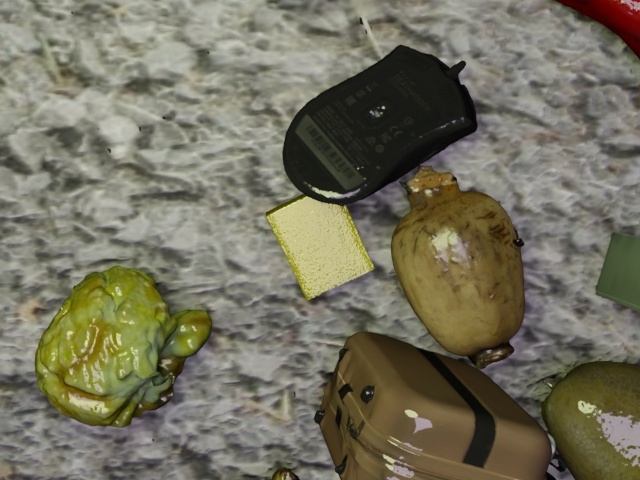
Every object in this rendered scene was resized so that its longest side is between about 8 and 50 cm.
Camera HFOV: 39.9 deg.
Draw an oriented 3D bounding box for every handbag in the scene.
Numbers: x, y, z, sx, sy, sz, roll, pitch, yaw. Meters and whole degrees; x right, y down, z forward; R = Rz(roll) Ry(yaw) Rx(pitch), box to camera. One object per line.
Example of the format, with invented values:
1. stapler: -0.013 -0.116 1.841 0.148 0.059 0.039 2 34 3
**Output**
1. handbag: 0.148 0.227 1.011 0.283 0.302 0.149 21 93 -10

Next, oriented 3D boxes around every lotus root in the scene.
1. lotus root: 0.173 0.034 1.071 0.154 0.140 0.257 -23 102 6

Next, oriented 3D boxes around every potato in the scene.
1. potato: 0.381 0.246 1.093 0.251 0.159 0.174 39 68 3

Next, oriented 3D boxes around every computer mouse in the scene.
1. computer mouse: 0.073 -0.135 1.076 0.264 0.088 0.147 -34 72 -7

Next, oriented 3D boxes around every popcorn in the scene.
1. popcorn: -0.229 0.125 1.046 0.212 0.198 0.198 8 95 -37

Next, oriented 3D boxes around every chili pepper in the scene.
1. chili pepper: 0.398 -0.236 1.096 0.137 0.092 0.368 -40 89 20

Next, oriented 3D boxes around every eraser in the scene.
1. eraser: 0.000 0.000 1.106 0.097 0.045 0.122 -26 97 -1

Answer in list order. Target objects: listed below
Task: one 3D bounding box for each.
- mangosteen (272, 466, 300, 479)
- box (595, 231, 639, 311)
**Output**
1. mangosteen: -0.083 0.379 1.070 0.192 0.192 0.217 30 78 -5
2. box: 0.435 0.056 1.042 0.129 0.225 0.086 16 94 -4
